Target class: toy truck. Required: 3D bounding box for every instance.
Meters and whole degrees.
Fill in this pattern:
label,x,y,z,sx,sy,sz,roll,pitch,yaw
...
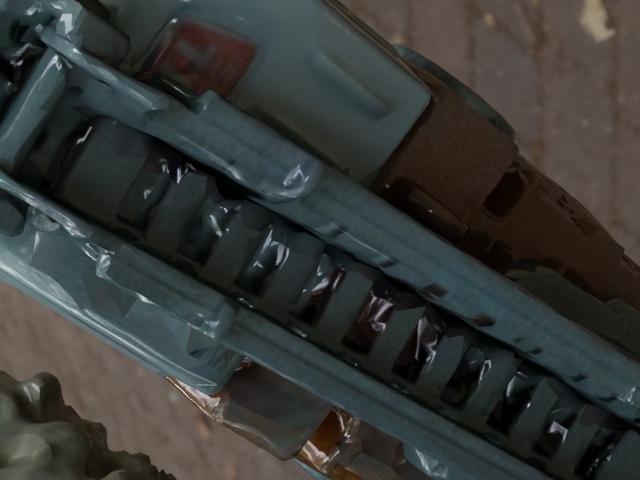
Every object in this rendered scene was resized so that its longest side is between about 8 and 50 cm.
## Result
label,x,y,z,sx,sy,sz,roll,pitch,yaw
toy truck,0.000,0.000,0.549,0.338,0.133,0.184,36,180,-39

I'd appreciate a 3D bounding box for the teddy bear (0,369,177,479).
label,x,y,z,sx,sy,sz,roll,pitch,yaw
teddy bear,-0.056,0.211,0.742,0.367,0.357,0.224,55,177,22
